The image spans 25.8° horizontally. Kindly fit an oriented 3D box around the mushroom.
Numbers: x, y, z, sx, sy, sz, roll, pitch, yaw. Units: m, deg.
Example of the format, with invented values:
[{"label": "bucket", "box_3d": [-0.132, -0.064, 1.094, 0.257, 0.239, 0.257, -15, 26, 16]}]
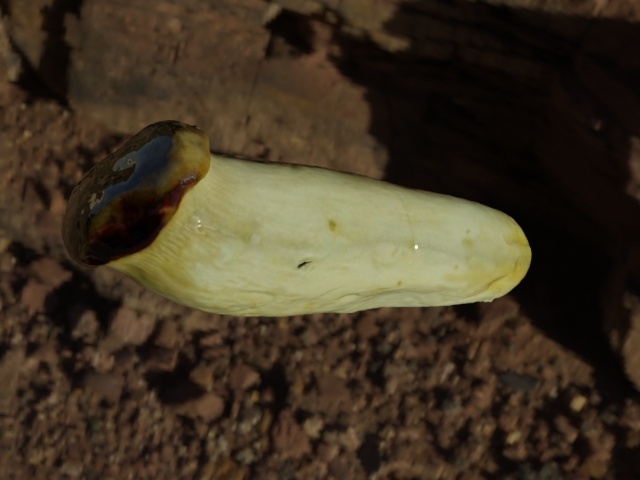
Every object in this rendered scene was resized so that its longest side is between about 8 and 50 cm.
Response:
[{"label": "mushroom", "box_3d": [-0.003, 0.001, 0.834, 0.333, 0.107, 0.087, 10, 59, -46]}]
